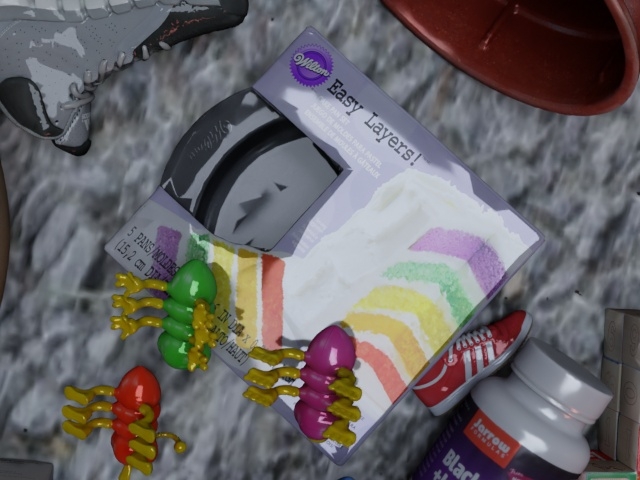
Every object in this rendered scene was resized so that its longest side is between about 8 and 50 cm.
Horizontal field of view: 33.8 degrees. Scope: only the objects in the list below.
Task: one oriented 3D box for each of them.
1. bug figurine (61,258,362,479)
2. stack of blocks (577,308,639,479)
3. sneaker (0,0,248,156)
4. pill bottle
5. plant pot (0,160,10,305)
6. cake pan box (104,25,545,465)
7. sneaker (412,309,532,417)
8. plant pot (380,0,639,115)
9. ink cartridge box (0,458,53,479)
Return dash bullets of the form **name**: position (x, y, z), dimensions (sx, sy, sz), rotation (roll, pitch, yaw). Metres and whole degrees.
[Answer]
- **bug figurine**: position (-0.058, 0.133, 0.774), dimensions (0.279, 0.072, 0.216), rotation (24, 119, 23)
- **stack of blocks**: position (0.290, 0.210, 0.892), dimensions (0.171, 0.087, 0.297), rotation (3, 93, -7)
- **sneaker**: position (-0.167, -0.134, 0.832), dimensions (0.228, 0.086, 0.132), rotation (-2, 98, 4)
- **pill bottle**: position (0.147, 0.179, 0.849), dimensions (0.108, 0.108, 0.193), rotation (31, 99, -7)
- **plant pot**: position (-0.334, 0.015, 0.742), dimensions (0.284, 0.284, 0.191), rotation (-28, 130, -5)
- **cake pan box**: position (0.000, 0.000, 0.841), dimensions (0.267, 0.070, 0.246), rotation (44, 87, 4)
- **sneaker**: position (0.119, 0.087, 0.889), dimensions (0.118, 0.042, 0.067), rotation (-44, 100, -1)
- **plant pot**: position (0.190, -0.281, 0.782), dimensions (0.272, 0.272, 0.265), rotation (40, 80, -7)
- **ink cartridge box**: position (-0.251, 0.263, 0.766), dimensions (0.092, 0.218, 0.159), rotation (2, 93, -7)
